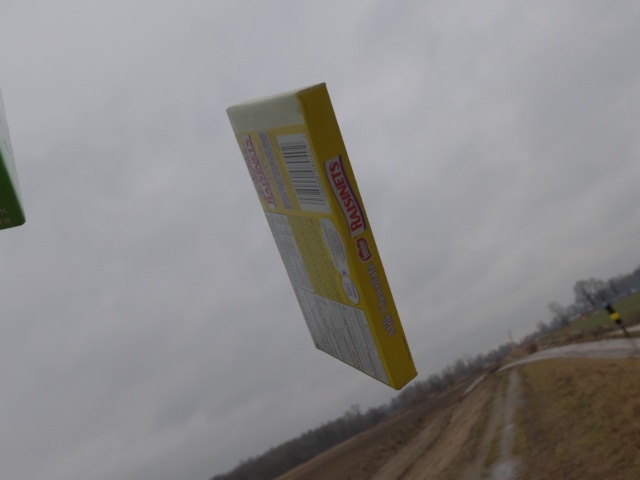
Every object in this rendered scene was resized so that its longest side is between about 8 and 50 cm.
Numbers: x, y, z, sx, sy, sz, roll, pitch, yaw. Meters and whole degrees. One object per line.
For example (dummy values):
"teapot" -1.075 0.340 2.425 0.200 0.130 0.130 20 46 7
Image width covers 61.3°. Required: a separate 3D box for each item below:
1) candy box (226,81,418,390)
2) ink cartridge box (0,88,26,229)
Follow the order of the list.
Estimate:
"candy box" 0.000 0.000 0.374 0.027 0.205 0.105 -28 21 -24
"ink cartridge box" -0.261 -0.153 0.283 0.115 0.198 0.272 -15 -37 -23
